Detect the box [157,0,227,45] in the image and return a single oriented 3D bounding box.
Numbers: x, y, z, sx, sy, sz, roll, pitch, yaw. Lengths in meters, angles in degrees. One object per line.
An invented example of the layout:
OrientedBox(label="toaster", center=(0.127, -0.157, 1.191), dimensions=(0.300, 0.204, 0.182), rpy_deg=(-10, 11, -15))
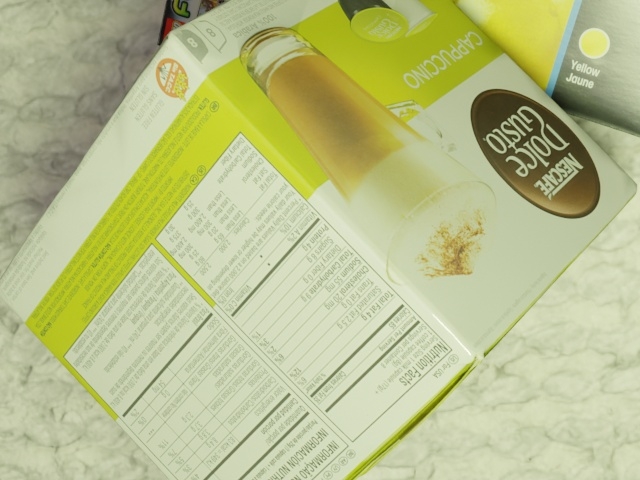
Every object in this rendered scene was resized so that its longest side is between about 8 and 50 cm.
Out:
OrientedBox(label="box", center=(-0.079, -0.270, 1.537), dimensions=(0.114, 0.036, 0.207), rpy_deg=(19, 111, 11))

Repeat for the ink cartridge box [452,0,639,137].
OrientedBox(label="ink cartridge box", center=(0.208, -0.276, 1.429), dimensions=(0.304, 0.072, 0.307), rpy_deg=(19, 113, 12))

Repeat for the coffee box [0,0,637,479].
OrientedBox(label="coffee box", center=(0.000, 0.000, 1.376), dimensions=(0.334, 0.338, 0.338), rpy_deg=(46, 129, 5))
